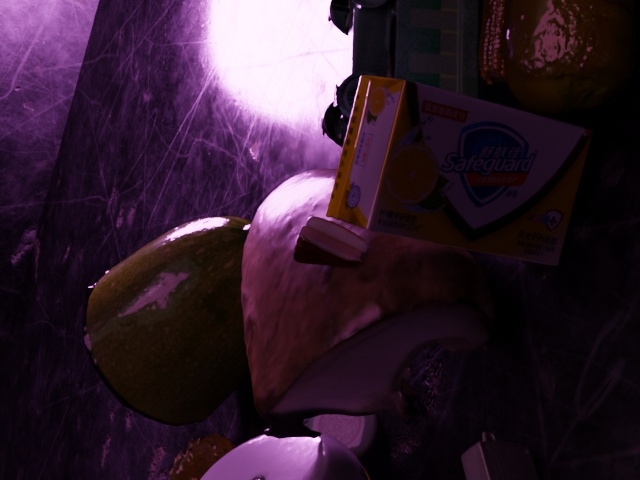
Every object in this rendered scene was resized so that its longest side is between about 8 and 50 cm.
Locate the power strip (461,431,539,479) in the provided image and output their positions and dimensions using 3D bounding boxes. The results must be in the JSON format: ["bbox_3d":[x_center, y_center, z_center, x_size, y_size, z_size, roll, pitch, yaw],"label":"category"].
[{"bbox_3d":[0.206,0.295,1.245,0.042,0.075,0.175,-49,39,41],"label":"power strip"}]

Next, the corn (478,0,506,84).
[{"bbox_3d":[0.232,-0.291,1.402,0.068,0.068,0.207,-1,79,62],"label":"corn"}]

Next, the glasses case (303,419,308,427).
[{"bbox_3d":[-0.028,0.239,1.714,0.109,0.067,0.282,-48,44,34],"label":"glasses case"}]

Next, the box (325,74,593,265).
[{"bbox_3d":[0.154,-0.074,1.267,0.097,0.265,0.168,25,101,60],"label":"box"}]

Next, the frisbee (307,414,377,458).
[{"bbox_3d":[0.029,0.258,1.601,0.110,0.014,0.110,-13,62,26],"label":"frisbee"}]

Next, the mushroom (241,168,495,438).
[{"bbox_3d":[0.042,0.014,1.495,0.314,0.224,0.397,-54,36,44],"label":"mushroom"}]

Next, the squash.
[{"bbox_3d":[-0.173,0.110,1.857,0.309,0.310,0.310,-30,54,38],"label":"squash"}]

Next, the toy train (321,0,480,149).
[{"bbox_3d":[0.108,-0.237,1.481,0.120,0.202,0.301,111,161,-74],"label":"toy train"}]

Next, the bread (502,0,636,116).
[{"bbox_3d":[0.274,-0.330,1.288,0.166,0.112,0.384,-12,70,61],"label":"bread"}]

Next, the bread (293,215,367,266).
[{"bbox_3d":[0.000,0.000,1.358,0.109,0.062,0.043,3,58,46],"label":"bread"}]

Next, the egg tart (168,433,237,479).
[{"bbox_3d":[-0.155,0.447,1.833,0.288,0.118,0.288,-33,50,53],"label":"egg tart"}]

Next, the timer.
[{"bbox_3d":[-0.027,0.414,1.512,0.285,0.285,0.285,-30,55,56],"label":"timer"}]
